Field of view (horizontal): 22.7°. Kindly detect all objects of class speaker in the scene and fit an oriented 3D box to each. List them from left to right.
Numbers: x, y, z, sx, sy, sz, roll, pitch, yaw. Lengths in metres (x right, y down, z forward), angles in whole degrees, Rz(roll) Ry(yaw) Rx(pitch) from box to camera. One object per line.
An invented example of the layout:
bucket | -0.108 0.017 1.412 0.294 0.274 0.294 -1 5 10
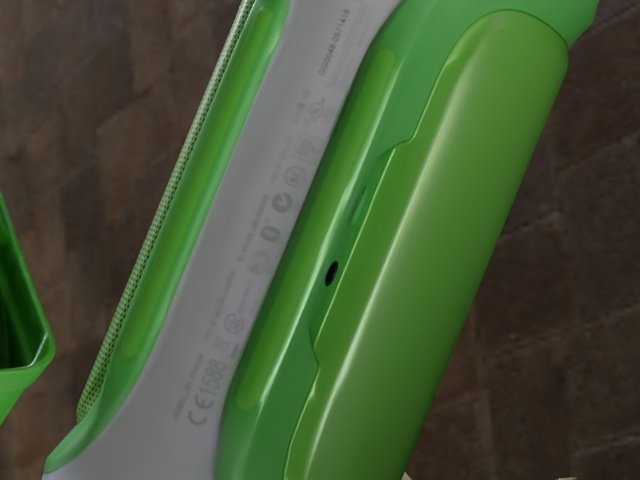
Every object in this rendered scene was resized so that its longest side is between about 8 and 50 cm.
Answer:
speaker | 0.000 0.000 0.576 0.131 0.131 0.296 20 87 56

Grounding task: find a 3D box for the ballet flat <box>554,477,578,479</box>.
ballet flat | 0.058 0.168 0.791 0.250 0.084 0.058 -51 52 49

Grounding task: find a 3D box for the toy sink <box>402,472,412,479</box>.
toy sink | 0.083 0.305 1.321 0.153 0.131 0.234 45 169 45

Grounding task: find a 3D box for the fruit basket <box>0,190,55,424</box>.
fruit basket | -0.403 -0.003 1.217 0.283 0.392 0.392 61 138 42
